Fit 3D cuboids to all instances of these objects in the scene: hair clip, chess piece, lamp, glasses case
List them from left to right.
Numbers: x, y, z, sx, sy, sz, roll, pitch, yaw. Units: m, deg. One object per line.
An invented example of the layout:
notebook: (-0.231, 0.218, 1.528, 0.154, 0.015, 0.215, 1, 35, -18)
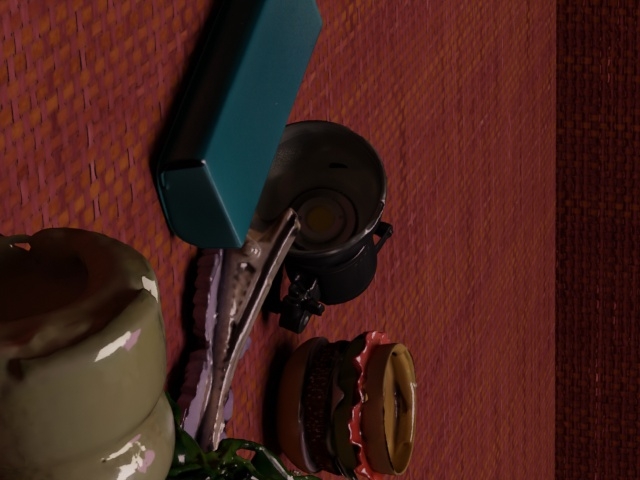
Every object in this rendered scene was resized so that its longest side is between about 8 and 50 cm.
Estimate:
chess piece: (-0.163, 0.217, 1.289, 0.234, 0.234, 0.442, -60, 150, -56)
hair clip: (-0.086, 0.096, 1.815, 0.106, 0.084, 0.292, 54, 47, -73)
glasses case: (-0.076, -0.140, 1.806, 0.117, 0.070, 0.301, 69, 31, -43)
lamp: (0.000, 0.000, 2.007, 0.227, 0.147, 0.172, 77, 36, -65)

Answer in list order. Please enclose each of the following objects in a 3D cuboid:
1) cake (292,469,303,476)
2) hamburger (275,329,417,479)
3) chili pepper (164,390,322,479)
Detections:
cake: (-0.015, 0.321, 2.153, 0.051, 0.055, 0.140, 37, 57, -64)
hamburger: (0.023, 0.177, 2.088, 0.175, 0.137, 0.175, 0, 90, -71)
chili pepper: (-0.094, 0.266, 1.654, 0.167, 0.213, 0.385, 51, -24, 43)
